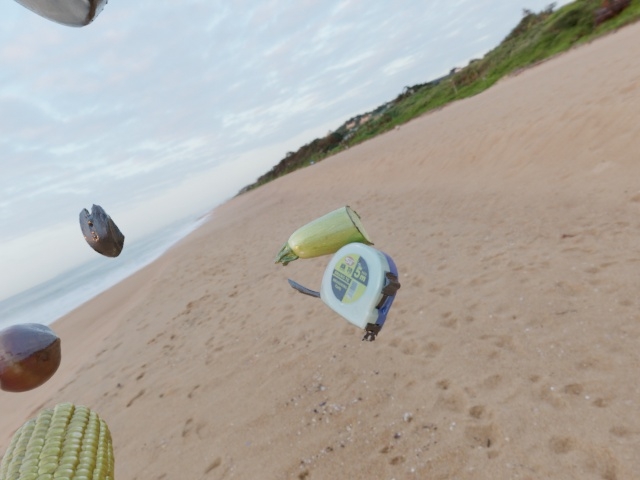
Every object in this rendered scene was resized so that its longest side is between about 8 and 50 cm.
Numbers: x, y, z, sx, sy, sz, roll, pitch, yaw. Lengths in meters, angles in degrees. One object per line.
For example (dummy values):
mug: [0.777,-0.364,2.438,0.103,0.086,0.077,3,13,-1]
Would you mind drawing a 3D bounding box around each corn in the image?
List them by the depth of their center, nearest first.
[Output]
corn: [-0.322,0.337,0.505,0.143,0.144,0.387,-27,24,-21]

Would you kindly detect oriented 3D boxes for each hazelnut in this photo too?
hazelnut: [-0.806,0.305,1.135,0.178,0.178,0.204,-28,26,-23]

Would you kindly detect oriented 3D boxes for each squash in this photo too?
squash: [-0.003,-0.016,1.175,0.287,0.137,0.137,-14,9,-7]

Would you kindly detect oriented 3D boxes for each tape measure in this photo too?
tape measure: [0.059,0.099,1.140,0.097,0.215,0.351,20,5,-44]

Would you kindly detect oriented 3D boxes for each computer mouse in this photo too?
computer mouse: [-0.510,-0.017,0.965,0.079,0.135,0.047,-17,18,6]

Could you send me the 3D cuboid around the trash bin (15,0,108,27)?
trash bin: [-0.259,-0.420,0.445,0.302,0.252,0.203,-64,-19,-17]
